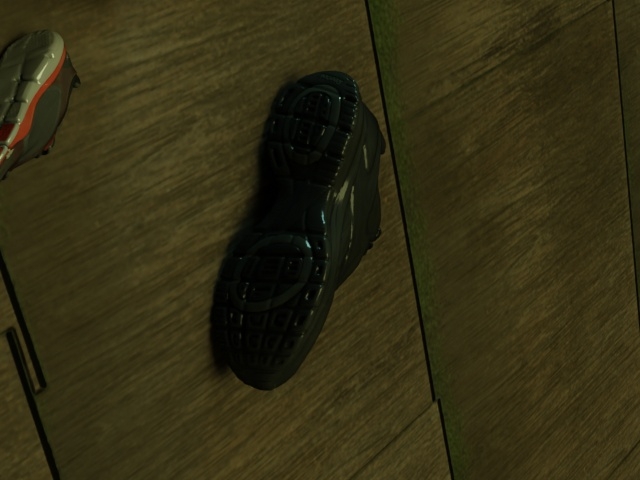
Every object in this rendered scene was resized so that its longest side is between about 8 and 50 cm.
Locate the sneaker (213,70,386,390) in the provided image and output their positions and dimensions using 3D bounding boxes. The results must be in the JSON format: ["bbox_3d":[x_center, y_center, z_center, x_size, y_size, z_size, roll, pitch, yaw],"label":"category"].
[{"bbox_3d":[0.000,0.000,1.131,0.130,0.109,0.286,36,70,-55],"label":"sneaker"}]

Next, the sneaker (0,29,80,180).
[{"bbox_3d":[-0.210,-0.071,0.888,0.157,0.061,0.065,-63,144,-23],"label":"sneaker"}]
